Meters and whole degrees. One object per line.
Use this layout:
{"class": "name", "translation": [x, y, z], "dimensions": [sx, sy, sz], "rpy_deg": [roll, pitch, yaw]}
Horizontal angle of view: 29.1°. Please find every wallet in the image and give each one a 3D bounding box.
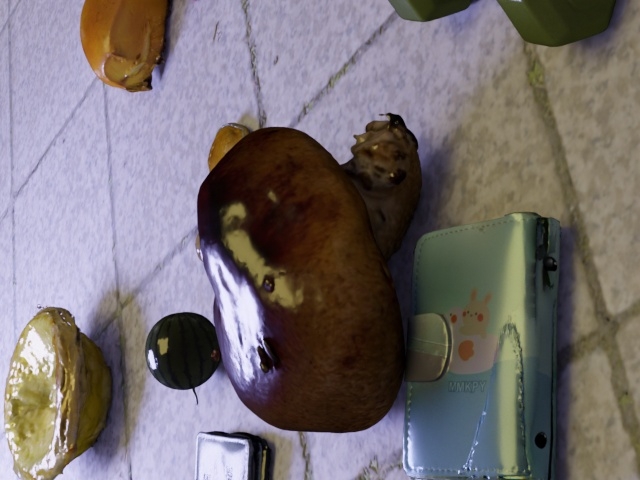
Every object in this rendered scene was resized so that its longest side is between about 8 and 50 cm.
{"class": "wallet", "translation": [0.154, 0.107, 1.172], "dimensions": [0.176, 0.075, 0.250], "rpy_deg": [-12, 70, 54]}
{"class": "wallet", "translation": [-0.123, 0.357, 1.592], "dimensions": [0.167, 0.036, 0.222], "rpy_deg": [-6, 76, 58]}

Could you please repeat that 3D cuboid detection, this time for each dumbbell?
{"class": "dumbbell", "translation": [0.168, -0.265, 1.227], "dimensions": [0.302, 0.121, 0.108], "rpy_deg": [30, 135, 58]}

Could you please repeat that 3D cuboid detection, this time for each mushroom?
{"class": "mushroom", "translation": [0.011, 0.042, 1.329], "dimensions": [0.345, 0.259, 0.345], "rpy_deg": [164, 90, -76]}

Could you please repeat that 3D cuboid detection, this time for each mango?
{"class": "mango", "translation": [-0.329, -0.371, 2.063], "dimensions": [0.154, 0.126, 0.252], "rpy_deg": [-31, 54, 38]}

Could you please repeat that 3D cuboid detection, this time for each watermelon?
{"class": "watermelon", "translation": [-0.186, 0.163, 1.696], "dimensions": [0.105, 0.105, 0.133], "rpy_deg": [9, 112, 59]}

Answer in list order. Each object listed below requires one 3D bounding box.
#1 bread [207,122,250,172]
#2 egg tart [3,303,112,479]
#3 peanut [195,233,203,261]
{"class": "bread", "translation": [-0.128, -0.116, 1.751], "dimensions": [0.110, 0.024, 0.110], "rpy_deg": [-25, 61, 55]}
{"class": "egg tart", "translation": [-0.430, 0.260, 2.048], "dimensions": [0.315, 0.120, 0.315], "rpy_deg": [-19, 67, 55]}
{"class": "peanut", "translation": [-0.102, 0.015, 1.608], "dimensions": [0.193, 0.089, 0.089], "rpy_deg": [8, 88, 59]}
